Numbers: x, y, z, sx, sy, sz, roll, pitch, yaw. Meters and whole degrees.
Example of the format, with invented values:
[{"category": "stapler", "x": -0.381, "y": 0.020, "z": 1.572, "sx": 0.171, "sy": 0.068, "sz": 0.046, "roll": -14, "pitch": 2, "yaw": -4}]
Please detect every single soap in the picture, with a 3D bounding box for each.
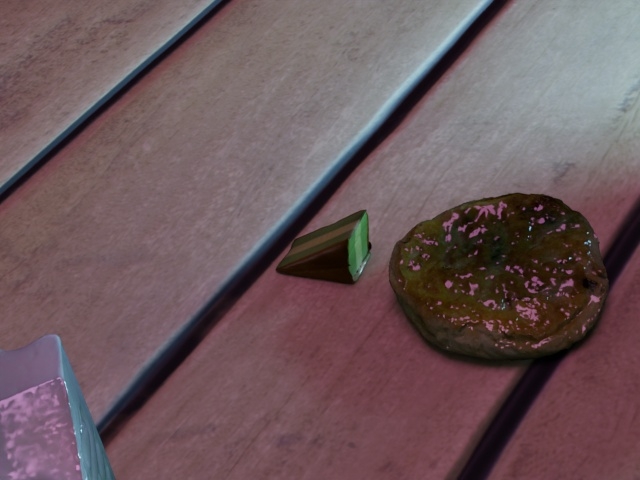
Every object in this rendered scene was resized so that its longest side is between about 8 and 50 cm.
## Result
[{"category": "soap", "x": -0.267, "y": 0.258, "z": 1.605, "sx": 0.095, "sy": 0.289, "sz": 0.173, "roll": -14, "pitch": 38, "yaw": -2}]

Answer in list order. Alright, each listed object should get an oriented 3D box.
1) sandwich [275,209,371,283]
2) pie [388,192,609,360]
[{"category": "sandwich", "x": 0.000, "y": 0.000, "z": 2.028, "sx": 0.116, "sy": 0.074, "sz": 0.074, "roll": 8, "pitch": 42, "yaw": 21}, {"category": "pie", "x": 0.220, "y": 0.041, "z": 1.928, "sx": 0.277, "sy": 0.078, "sz": 0.277, "roll": -8, "pitch": 39, "yaw": 6}]
